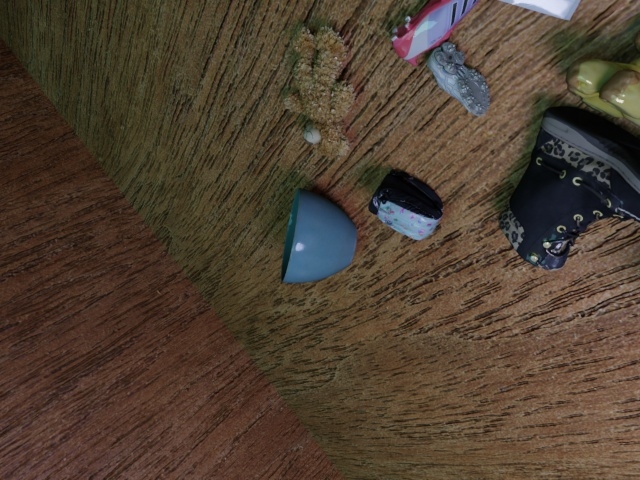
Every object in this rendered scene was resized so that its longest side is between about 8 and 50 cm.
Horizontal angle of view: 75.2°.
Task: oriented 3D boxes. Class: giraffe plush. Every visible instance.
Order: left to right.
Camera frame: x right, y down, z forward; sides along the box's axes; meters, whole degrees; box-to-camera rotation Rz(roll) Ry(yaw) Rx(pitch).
[{"bbox_3d":[0.548,-0.285,0.679,0.210,0.181,0.170,42,116,25],"label":"giraffe plush"}]

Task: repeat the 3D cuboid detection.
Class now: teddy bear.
[{"bbox_3d":[-0.005,-0.385,1.104,0.245,0.113,0.338,31,134,24],"label":"teddy bear"}]

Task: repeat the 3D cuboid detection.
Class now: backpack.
[{"bbox_3d":[0.229,-0.087,1.097,0.182,0.152,0.115,28,139,7],"label":"backpack"}]

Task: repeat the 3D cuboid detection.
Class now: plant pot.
[{"bbox_3d":[0.000,0.000,1.275,0.195,0.290,0.290,10,134,-9],"label":"plant pot"}]

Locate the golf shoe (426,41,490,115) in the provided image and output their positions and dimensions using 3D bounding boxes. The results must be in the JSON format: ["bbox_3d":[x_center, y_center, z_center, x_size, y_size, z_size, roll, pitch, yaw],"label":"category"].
[{"bbox_3d":[0.303,-0.347,0.916,0.176,0.069,0.086,51,172,-12],"label":"golf shoe"}]

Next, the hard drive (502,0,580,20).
[{"bbox_3d":[0.387,-0.543,0.658,0.203,0.040,0.307,17,132,0],"label":"hard drive"}]

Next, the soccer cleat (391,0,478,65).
[{"bbox_3d":[0.259,-0.466,0.861,0.095,0.083,0.248,33,139,-30],"label":"soccer cleat"}]

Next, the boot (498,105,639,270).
[{"bbox_3d":[0.515,-0.048,0.795,0.284,0.138,0.377,102,148,-44],"label":"boot"}]
